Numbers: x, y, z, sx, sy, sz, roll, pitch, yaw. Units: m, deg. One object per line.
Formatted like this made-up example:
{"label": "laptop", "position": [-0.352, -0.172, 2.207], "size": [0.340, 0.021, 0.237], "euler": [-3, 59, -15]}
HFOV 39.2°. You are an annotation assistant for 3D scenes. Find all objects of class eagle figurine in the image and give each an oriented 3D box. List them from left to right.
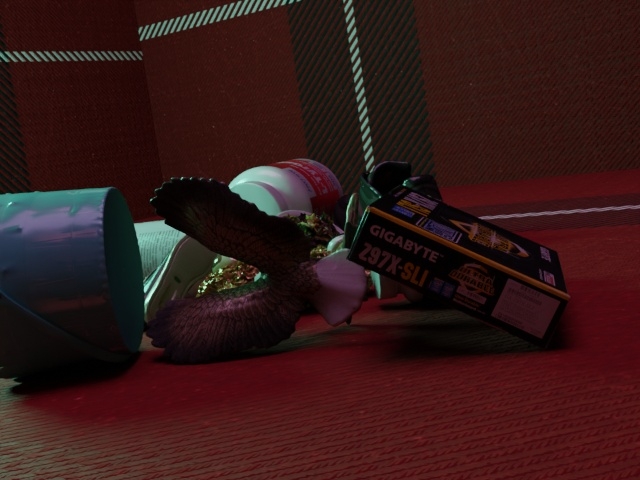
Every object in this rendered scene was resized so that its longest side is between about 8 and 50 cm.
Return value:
{"label": "eagle figurine", "position": [-0.088, 0.048, 1.254], "size": [0.298, 0.225, 0.226], "euler": [5, 46, -18]}

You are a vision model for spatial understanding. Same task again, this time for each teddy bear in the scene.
{"label": "teddy bear", "position": [-0.054, 0.059, 1.513], "size": [0.338, 0.113, 0.245], "euler": [-9, 5, -12]}

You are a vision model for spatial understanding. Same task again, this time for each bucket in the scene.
{"label": "bucket", "position": [-0.364, 0.055, 1.273], "size": [0.183, 0.281, 0.281], "euler": [-7, 7, 1]}

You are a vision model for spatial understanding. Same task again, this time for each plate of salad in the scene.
{"label": "plate of salad", "position": [0.000, 0.000, 1.748], "size": [0.199, 0.048, 0.200], "euler": [22, 32, -15]}

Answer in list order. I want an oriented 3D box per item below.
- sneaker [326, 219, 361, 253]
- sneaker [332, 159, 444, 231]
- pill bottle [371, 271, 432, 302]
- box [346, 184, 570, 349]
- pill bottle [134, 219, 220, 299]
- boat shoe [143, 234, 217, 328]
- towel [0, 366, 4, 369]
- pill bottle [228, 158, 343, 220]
{"label": "sneaker", "position": [0.074, 0.005, 1.735], "size": [0.216, 0.079, 0.121], "euler": [4, 23, -39]}
{"label": "sneaker", "position": [0.163, -0.083, 2.046], "size": [0.185, 0.202, 0.483], "euler": [-10, 7, -21]}
{"label": "pill bottle", "position": [0.179, 0.038, 1.400], "size": [0.193, 0.108, 0.108], "euler": [-9, 7, -5]}
{"label": "box", "position": [0.188, 0.020, 1.185], "size": [0.257, 0.079, 0.322], "euler": [23, 12, 9]}
{"label": "pill bottle", "position": [-0.270, 0.038, 1.733], "size": [0.283, 0.160, 0.160], "euler": [-5, 7, 23]}
{"label": "boat shoe", "position": [-0.256, 0.057, 1.556], "size": [0.079, 0.084, 0.233], "euler": [-11, 36, 42]}
{"label": "towel", "position": [-0.511, 0.186, 1.391], "size": [0.113, 0.023, 0.152], "euler": [-12, 9, -13]}
{"label": "pill bottle", "position": [-0.102, -0.075, 2.199], "size": [0.229, 0.229, 0.407], "euler": [-6, 7, 18]}
